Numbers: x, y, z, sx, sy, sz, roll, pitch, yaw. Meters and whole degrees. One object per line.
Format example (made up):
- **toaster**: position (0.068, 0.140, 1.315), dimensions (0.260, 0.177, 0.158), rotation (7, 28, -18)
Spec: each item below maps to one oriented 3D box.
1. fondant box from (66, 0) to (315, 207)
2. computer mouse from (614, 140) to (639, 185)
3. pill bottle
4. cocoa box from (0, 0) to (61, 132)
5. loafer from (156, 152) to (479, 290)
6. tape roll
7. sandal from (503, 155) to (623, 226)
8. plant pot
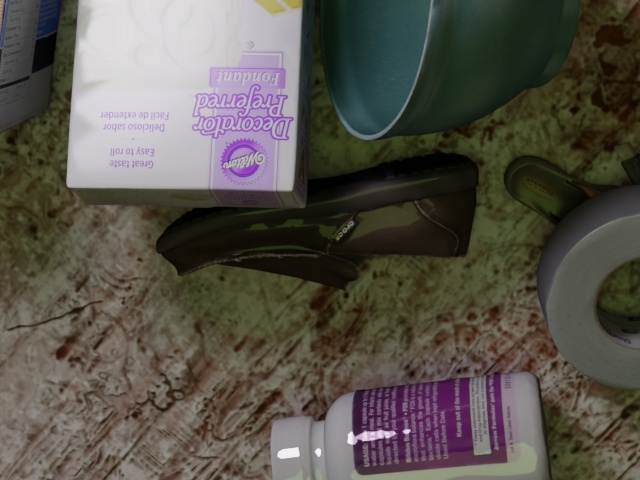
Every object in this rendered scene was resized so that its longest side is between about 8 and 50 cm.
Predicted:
- **fondant box**: position (-0.131, -0.203, 1.739), dimensions (0.238, 0.096, 0.330), rotation (1, 80, 6)
- **computer mouse**: position (0.390, -0.155, 1.775), dimensions (0.184, 0.060, 0.262), rotation (-27, 109, 10)
- **pill bottle**: position (0.103, 0.244, 1.844), dimensions (0.302, 0.169, 0.169), rotation (-7, 103, 8)
- **cocoa box**: position (-0.468, -0.263, 1.754), dimensions (0.347, 0.231, 0.227), rotation (11, 104, 3)
- **loafer**: position (0.000, 0.000, 1.814), dimensions (0.366, 0.134, 0.130), rotation (-10, 102, 9)
- **tape roll**: position (0.348, 0.052, 1.791), dimensions (0.219, 0.072, 0.219), rotation (-1, 117, -2)
- **sandal**: position (0.286, -0.038, 1.816), dimensions (0.180, 0.049, 0.072), rotation (24, 105, 0)
- **plant pot**: position (0.141, -0.245, 1.685), dimensions (0.196, 0.293, 0.293), rotation (1, 105, -20)
